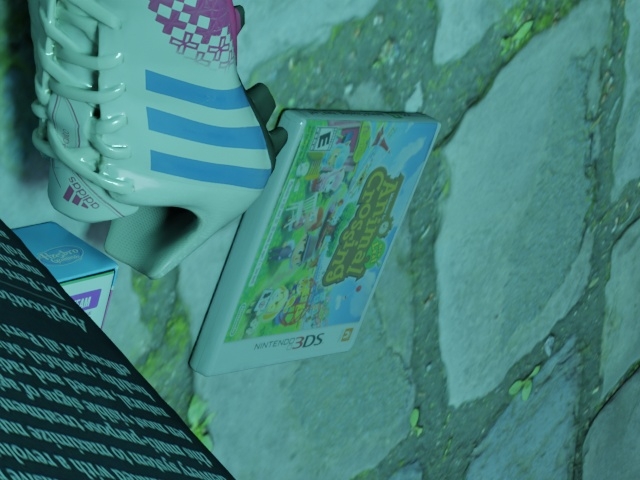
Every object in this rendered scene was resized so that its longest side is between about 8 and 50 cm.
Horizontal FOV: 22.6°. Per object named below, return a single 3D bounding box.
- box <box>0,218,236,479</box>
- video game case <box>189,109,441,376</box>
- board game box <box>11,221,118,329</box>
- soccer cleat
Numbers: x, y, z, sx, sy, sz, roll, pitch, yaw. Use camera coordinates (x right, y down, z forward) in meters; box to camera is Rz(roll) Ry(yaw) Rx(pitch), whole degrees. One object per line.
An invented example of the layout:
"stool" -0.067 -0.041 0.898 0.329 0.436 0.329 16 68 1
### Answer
"box" -0.246 0.233 0.561 0.480 0.472 0.297 -49 151 6
"video game case" 0.000 0.000 1.236 0.193 0.023 0.212 -5 121 -55
"board game box" -0.257 0.157 0.955 0.242 0.064 0.316 -14 128 -51
"soccer cleat" -0.111 -0.091 0.897 0.143 0.116 0.331 -50 149 -16
